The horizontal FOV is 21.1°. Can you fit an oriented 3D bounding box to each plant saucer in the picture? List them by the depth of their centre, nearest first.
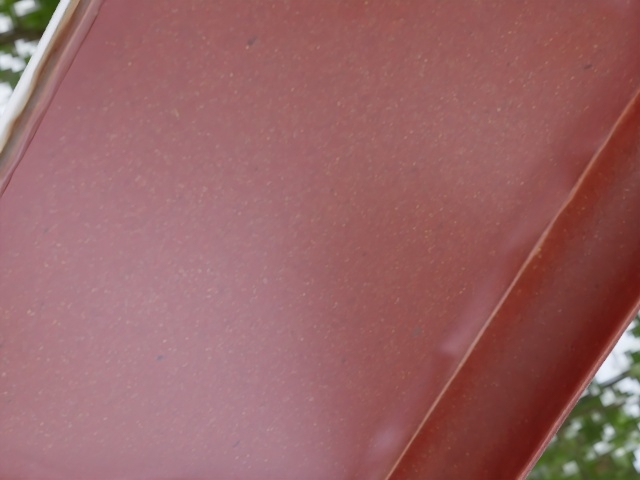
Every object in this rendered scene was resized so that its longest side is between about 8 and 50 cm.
[{"bbox_3d":[0.000,0.000,0.489,0.048,0.258,0.259,45,-68,40],"label":"plant saucer"}]
